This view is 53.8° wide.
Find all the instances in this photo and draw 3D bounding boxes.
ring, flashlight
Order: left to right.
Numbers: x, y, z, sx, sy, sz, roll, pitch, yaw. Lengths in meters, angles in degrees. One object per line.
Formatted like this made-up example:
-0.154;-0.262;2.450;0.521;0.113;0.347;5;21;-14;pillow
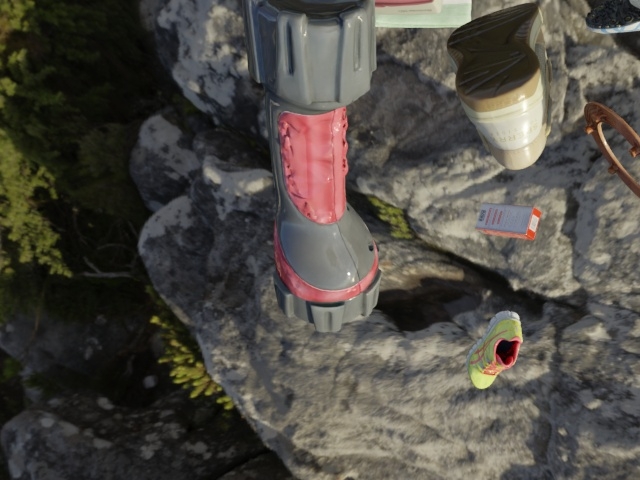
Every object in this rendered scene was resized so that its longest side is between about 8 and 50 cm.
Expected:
0.003;-0.049;0.485;0.103;0.304;0.103;3;51;3;flashlight
0.746;-0.196;1.547;0.032;0.336;0.336;-34;74;11;ring

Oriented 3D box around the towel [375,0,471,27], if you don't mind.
0.221;-0.652;1.425;0.248;0.038;0.325;-2;98;-2;towel

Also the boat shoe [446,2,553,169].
0.208;-0.184;0.712;0.109;0.302;0.098;-14;121;22;boat shoe

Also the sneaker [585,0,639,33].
0.673;-0.459;1.297;0.237;0.086;0.085;-4;63;18;sneaker

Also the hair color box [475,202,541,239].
0.450;-0.048;1.517;0.141;0.043;0.072;11;80;47;hair color box

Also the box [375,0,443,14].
0.120;-0.497;1.082;0.148;0.232;0.127;10;87;27;box

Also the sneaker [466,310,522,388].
0.387;0.260;1.398;0.081;0.094;0.208;9;121;-9;sneaker
